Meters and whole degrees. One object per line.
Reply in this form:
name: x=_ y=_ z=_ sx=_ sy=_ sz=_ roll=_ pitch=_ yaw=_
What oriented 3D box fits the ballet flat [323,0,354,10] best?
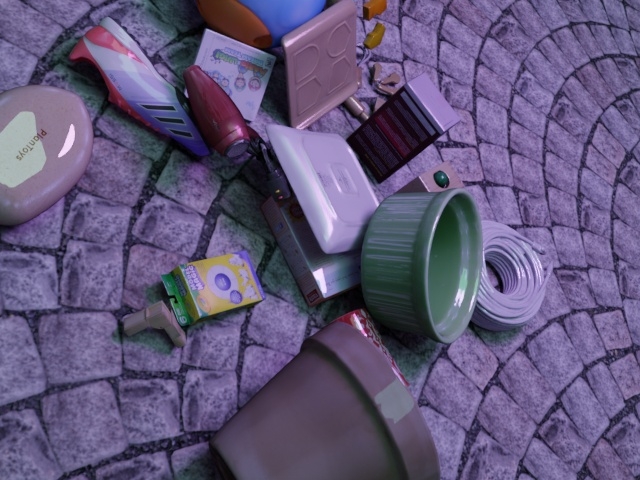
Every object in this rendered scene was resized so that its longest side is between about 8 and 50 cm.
ballet flat: x=0.027 y=-0.642 z=1.789 sx=0.123 sy=0.123 sz=0.348 roll=15 pitch=61 yaw=-25

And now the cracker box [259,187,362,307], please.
cracker box: x=0.000 y=0.000 z=1.488 sx=0.156 sy=0.067 sz=0.232 roll=-19 pitch=78 yaw=-37

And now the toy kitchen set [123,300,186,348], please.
toy kitchen set: x=-0.283 y=0.146 z=1.274 sx=0.083 sy=0.075 sz=0.068 roll=63 pitch=3 yaw=-33

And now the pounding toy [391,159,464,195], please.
pounding toy: x=0.247 y=-0.100 z=1.640 sx=0.130 sy=0.141 sz=0.100 roll=-29 pitch=86 yaw=-37

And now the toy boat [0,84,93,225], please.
toy boat: x=-0.536 y=-0.191 z=1.217 sx=0.318 sy=0.148 sz=0.267 roll=46 pitch=57 yaw=-14

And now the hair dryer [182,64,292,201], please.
hair dryer: x=-0.167 y=-0.202 z=1.409 sx=0.080 sy=0.223 sz=0.293 roll=-34 pitch=114 yaw=3

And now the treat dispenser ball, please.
treat dispenser ball: x=-0.125 y=-0.541 z=1.525 sx=0.288 sy=0.288 sz=0.288 roll=13 pitch=62 yaw=-26

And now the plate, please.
plate: x=0.032 y=-0.111 z=1.473 sx=0.278 sy=0.045 sz=0.277 roll=-6 pitch=68 yaw=-59

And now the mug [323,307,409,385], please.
mug: x=0.086 y=0.217 z=1.394 sx=0.113 sy=0.150 sz=0.169 roll=-21 pitch=75 yaw=-17

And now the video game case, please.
video game case: x=-0.185 y=-0.334 z=1.509 sx=0.157 sy=0.019 sz=0.143 roll=17 pitch=99 yaw=-25

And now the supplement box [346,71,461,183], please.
supplement box: x=0.174 y=-0.238 z=1.597 sx=0.073 sy=0.239 sz=0.130 roll=-37 pitch=90 yaw=-39

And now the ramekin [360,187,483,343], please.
ramekin: x=0.202 y=0.044 z=1.464 sx=0.303 sy=0.148 sz=0.303 roll=-14 pitch=107 yaw=-58

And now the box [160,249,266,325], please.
box: x=-0.193 y=0.084 z=1.331 sx=0.179 sy=0.043 sz=0.105 roll=-15 pitch=76 yaw=-43

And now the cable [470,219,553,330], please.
cable: x=0.397 y=0.077 z=1.684 sx=0.257 sy=0.089 sz=0.257 roll=36 pitch=55 yaw=-12

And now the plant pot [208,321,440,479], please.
plant pot: x=-0.014 y=0.339 z=1.202 sx=0.280 sy=0.323 sz=0.323 roll=-28 pitch=84 yaw=-21

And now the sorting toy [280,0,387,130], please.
sorting toy: x=0.031 y=-0.400 z=1.598 sx=0.041 sy=0.229 sz=0.307 roll=32 pitch=58 yaw=31

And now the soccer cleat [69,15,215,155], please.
soccer cleat: x=-0.331 y=-0.268 z=1.404 sx=0.116 sy=0.109 sz=0.318 roll=-43 pitch=103 yaw=-9

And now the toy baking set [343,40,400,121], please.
toy baking set: x=0.095 y=-0.382 z=1.754 sx=0.256 sy=0.030 sz=0.196 roll=44 pitch=50 yaw=-7
